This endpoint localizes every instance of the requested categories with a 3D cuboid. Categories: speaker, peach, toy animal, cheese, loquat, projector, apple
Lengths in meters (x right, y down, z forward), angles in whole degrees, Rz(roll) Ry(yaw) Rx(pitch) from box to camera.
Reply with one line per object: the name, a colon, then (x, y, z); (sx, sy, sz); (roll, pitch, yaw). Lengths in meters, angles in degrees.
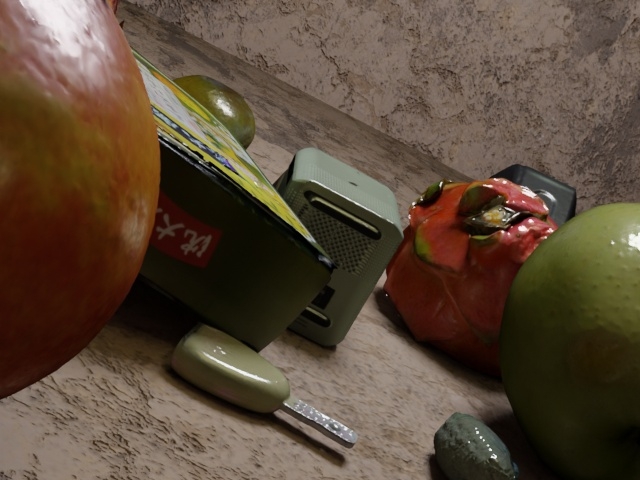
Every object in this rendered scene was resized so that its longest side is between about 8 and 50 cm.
speaker: (0.365, -0.016, 1.940); (0.180, 0.184, 0.388); (26, 41, 1)
peach: (-0.280, -0.058, 0.701); (0.388, 0.388, 0.388); (27, 13, -7)
toy animal: (0.154, 0.218, 1.177); (0.079, 0.070, 0.253); (63, 0, -3)
cheese: (-0.050, 0.144, 1.060); (0.192, 0.037, 0.097); (29, 14, 5)
loquat: (-0.196, -0.196, 1.804); (0.195, 0.152, 0.152); (43, 17, 20)
projector: (0.000, 0.000, 1.396); (0.163, 0.177, 0.242); (29, 15, -8)
apple: (0.373, 0.136, 1.309); (0.357, 0.357, 0.357); (27, 13, -7)

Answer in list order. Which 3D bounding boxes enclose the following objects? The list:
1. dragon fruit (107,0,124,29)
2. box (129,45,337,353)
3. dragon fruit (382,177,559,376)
dragon fruit: (-0.430, -0.314, 1.547); (0.296, 0.314, 0.263); (6, 42, -2)
box: (-0.210, -0.107, 1.198); (0.373, 0.138, 0.420); (39, 8, -34)
dragon fruit: (0.257, 0.029, 1.589); (0.305, 0.226, 0.305); (25, 31, -16)
